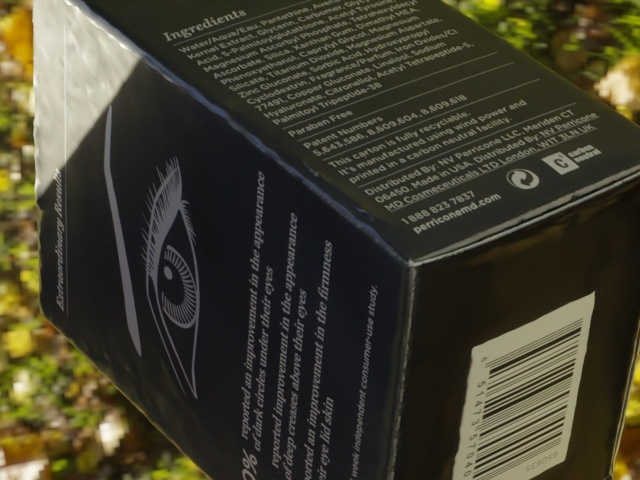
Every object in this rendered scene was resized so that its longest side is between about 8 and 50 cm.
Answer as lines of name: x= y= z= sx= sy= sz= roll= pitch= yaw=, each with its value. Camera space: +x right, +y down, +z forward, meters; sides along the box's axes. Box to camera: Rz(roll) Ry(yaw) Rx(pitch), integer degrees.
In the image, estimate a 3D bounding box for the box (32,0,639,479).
box: x=0.000 y=0.000 z=0.644 sx=0.207 sy=0.108 sz=0.153 roll=40 pitch=139 yaw=38
